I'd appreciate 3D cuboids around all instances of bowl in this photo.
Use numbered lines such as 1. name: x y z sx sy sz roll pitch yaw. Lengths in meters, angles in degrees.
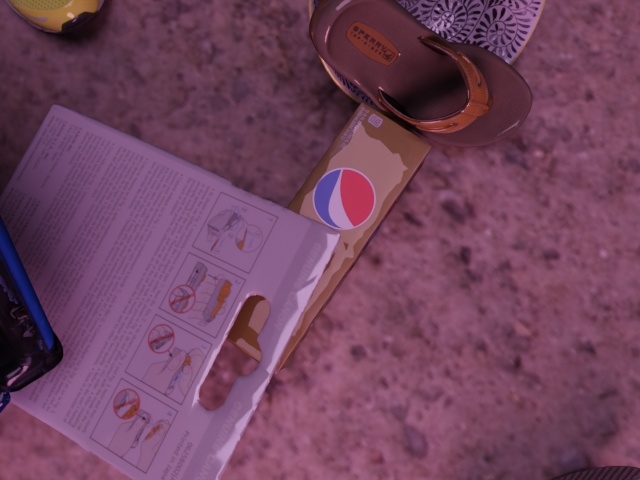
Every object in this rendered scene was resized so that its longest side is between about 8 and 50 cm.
1. bowl: 0.063 -0.180 0.447 0.170 0.170 0.080 -24 38 -2

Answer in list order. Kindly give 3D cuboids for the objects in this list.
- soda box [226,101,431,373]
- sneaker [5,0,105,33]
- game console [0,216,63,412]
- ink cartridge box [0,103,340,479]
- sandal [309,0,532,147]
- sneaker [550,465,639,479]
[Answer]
1. soda box: 0.000 0.000 0.444 0.058 0.061 0.181 34 84 5
2. sneaker: -0.231 -0.248 0.473 0.081 0.094 0.209 -30 83 -4
3. game console: -0.302 -0.001 0.365 0.173 0.250 0.293 -36 61 -29
4. ink cartridge box: -0.124 0.036 0.426 0.232 0.066 0.189 25 82 13
5. sandal: 0.073 -0.103 0.419 0.180 0.049 0.072 20 115 -34
6. sneaker: 0.158 0.198 0.417 0.134 0.051 0.070 -22 83 2
